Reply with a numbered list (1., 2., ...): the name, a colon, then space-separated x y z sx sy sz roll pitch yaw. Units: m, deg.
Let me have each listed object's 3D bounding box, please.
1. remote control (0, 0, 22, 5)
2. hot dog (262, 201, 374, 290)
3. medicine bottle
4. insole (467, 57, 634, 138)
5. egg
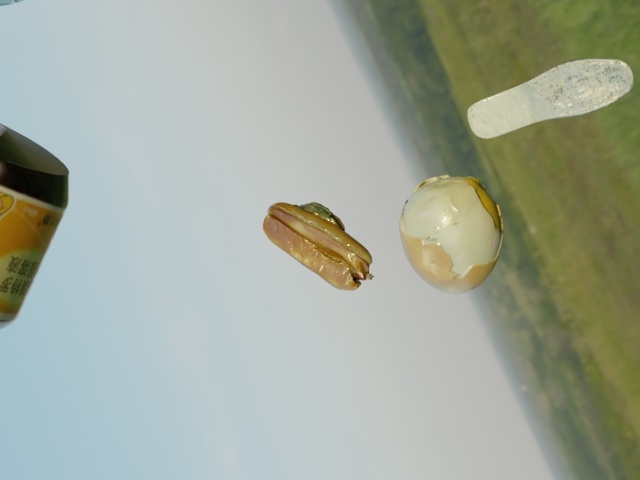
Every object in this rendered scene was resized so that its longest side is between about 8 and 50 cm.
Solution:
1. remote control: -0.208 -0.181 0.927 0.293 0.103 0.051 -114 41 -74
2. hot dog: 0.000 0.000 1.435 0.133 0.056 0.041 35 -150 24
3. medicine bottle: -0.427 0.058 1.531 0.242 0.395 0.242 23 -175 -2
4. insole: 0.258 -0.162 1.682 0.010 0.192 0.063 -40 -69 -73
5. egg: 0.091 -0.002 1.023 0.071 0.071 0.083 -103 -4 -71
